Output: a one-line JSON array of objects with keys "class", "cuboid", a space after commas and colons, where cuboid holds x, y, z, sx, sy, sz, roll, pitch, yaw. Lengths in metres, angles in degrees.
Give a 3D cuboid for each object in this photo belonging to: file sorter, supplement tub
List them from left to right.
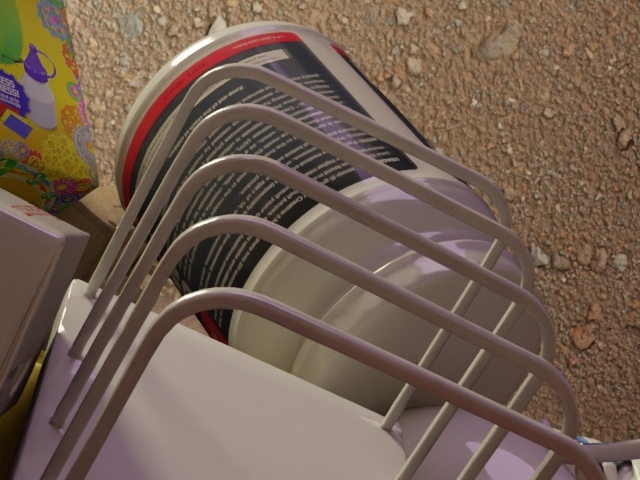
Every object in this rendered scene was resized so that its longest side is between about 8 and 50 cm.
[{"class": "file sorter", "cuboid": [-0.008, 0.062, 0.687, 0.193, 0.173, 0.277, 26, 21, -12]}, {"class": "supplement tub", "cuboid": [0.000, 0.000, 1.032, 0.191, 0.191, 0.272, 20, 24, -45]}]

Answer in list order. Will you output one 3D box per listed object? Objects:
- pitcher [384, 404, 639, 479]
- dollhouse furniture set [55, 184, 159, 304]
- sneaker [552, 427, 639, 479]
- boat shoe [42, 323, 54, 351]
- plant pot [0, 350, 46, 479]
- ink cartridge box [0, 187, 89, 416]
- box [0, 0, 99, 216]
[{"class": "pitcher", "cuboid": [0.123, 0.156, 0.895, 0.207, 0.178, 0.125, 28, -23, 43]}, {"class": "dollhouse furniture set", "cuboid": [-0.073, 0.137, 1.161, 0.355, 0.174, 0.303, 41, 17, 10]}, {"class": "sneaker", "cuboid": [0.219, 0.194, 1.219, 0.236, 0.130, 0.323, -9, -27, 44]}, {"class": "boat shoe", "cuboid": [-0.070, 0.134, 0.908, 0.103, 0.113, 0.302, 22, 9, -44]}, {"class": "plant pot", "cuboid": [-0.139, 0.110, 0.809, 0.134, 0.095, 0.134, 20, 0, 0]}, {"class": "ink cartridge box", "cuboid": [-0.217, -0.010, 0.687, 0.219, 0.092, 0.160, 26, -1, -5]}, {"class": "box", "cuboid": [-0.357, -0.082, 1.065, 0.279, 0.177, 0.290, -31, -30, 29]}]
